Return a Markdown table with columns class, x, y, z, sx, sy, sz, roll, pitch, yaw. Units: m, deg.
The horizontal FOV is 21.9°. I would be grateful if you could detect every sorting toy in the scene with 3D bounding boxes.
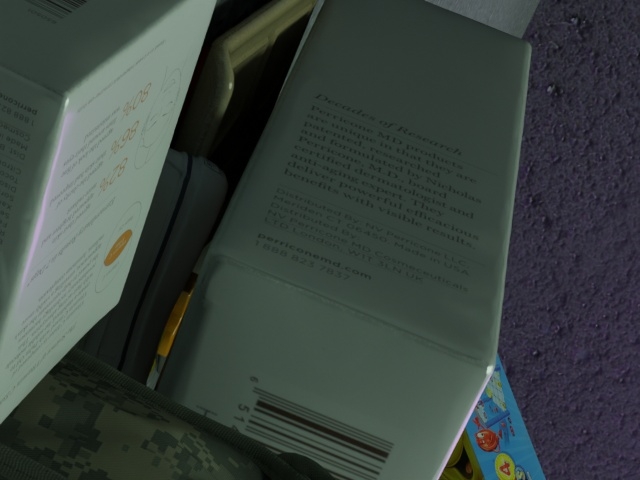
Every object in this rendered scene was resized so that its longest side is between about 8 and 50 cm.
| class | x | y | z | sx | sy | sz | roll | pitch | yaw |
| --- | --- | --- | --- | --- | --- | --- | --- | --- | --- |
| sorting toy | -0.089 | -0.028 | 1.103 | 0.229 | 0.041 | 0.307 | -58 | 173 | -62 |

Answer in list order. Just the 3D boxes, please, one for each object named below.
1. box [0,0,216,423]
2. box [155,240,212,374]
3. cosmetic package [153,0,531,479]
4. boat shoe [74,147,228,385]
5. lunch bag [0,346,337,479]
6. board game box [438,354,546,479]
| class | x | y | z | sx | sy | sz | roll | pitch | yaw |
| --- | --- | --- | --- | --- | --- | --- | --- | --- | --- |
| box | -0.123 | -0.028 | 0.628 | 0.130 | 0.091 | 0.170 | -52 | 167 | -56 |
| box | 0.000 | 0.000 | 1.387 | 0.311 | 0.148 | 0.121 | -56 | 171 | -31 |
| cosmetic package | 0.013 | 0.019 | 1.060 | 0.453 | 0.161 | 0.230 | -71 | -177 | -62 |
| boat shoe | -0.131 | 0.048 | 0.938 | 0.226 | 0.076 | 0.083 | -68 | -162 | -4 |
| lunch bag | -0.109 | 0.196 | 0.775 | 0.235 | 0.287 | 0.169 | -65 | 172 | 16 |
| board game box | 0.055 | 0.233 | 1.506 | 0.308 | 0.302 | 0.086 | -25 | 174 | 39 |
